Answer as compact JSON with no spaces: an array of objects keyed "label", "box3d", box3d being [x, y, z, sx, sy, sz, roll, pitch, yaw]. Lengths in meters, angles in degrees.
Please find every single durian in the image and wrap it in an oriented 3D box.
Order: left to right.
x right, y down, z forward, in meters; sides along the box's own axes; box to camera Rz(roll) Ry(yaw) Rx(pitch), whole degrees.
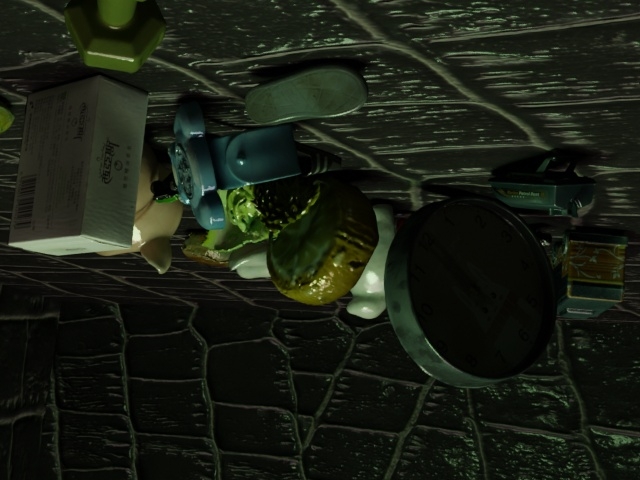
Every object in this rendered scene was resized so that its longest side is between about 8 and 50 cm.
[{"label":"durian","box3d":[-0.111,-0.059,2.039,0.157,0.169,0.355,9,174,-25]}]

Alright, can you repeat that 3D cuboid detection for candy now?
[{"label":"candy","box3d":[0.000,0.000,2.072,0.118,0.260,0.260,23,160,-34]}]

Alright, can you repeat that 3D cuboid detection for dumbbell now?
[{"label":"dumbbell","box3d":[-0.222,-0.281,1.173,0.108,0.121,0.302,36,165,-5]}]

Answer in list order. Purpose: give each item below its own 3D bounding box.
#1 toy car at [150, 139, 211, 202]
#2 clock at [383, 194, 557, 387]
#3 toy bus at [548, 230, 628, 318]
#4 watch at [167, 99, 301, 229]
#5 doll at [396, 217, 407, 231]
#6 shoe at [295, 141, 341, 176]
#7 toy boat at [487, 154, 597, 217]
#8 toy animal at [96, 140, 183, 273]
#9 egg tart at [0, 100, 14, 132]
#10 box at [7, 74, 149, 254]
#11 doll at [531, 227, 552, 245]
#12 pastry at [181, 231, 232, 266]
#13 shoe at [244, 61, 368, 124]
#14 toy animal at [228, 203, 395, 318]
[{"label":"toy car","box3d":[-0.226,-0.115,1.871,0.071,0.165,0.062,-6,124,43]},{"label":"clock","box3d":[0.302,0.097,2.088,0.386,0.386,0.076,12,162,-28]},{"label":"toy bus","box3d":[0.592,0.081,2.388,0.138,0.167,0.275,5,169,2]},{"label":"watch","box3d":[-0.136,-0.133,1.748,0.193,0.211,0.211,-13,174,-18]},{"label":"doll","box3d":[0.289,-0.021,2.277,0.245,0.076,0.142,5,170,25]},{"label":"shoe","box3d":[-0.039,-0.140,1.909,0.071,0.049,0.179,-5,165,44]},{"label":"toy boat","box3d":[0.372,-0.099,1.853,0.093,0.103,0.246,-4,-173,-25]},{"label":"toy animal","box3d":[-0.366,-0.093,1.955,0.269,0.237,0.326,21,163,-12]},{"label":"egg tart","box3d":[-0.613,-0.207,1.793,0.197,0.078,0.197,3,169,1]},{"label":"box","box3d":[-0.384,-0.113,1.686,0.194,0.260,0.111,-4,164,41]},{"label":"doll","box3d":[0.412,0.006,2.360,0.091,0.067,0.219,10,170,-39]},{"label":"pastry","box3d":[-0.282,0.023,2.735,0.153,0.081,0.153,4,172,1]},{"label":"shoe","box3d":[-0.014,-0.214,1.533,0.195,0.079,0.078,-9,-162,27]},{"label":"toy animal","box3d":[-0.005,0.037,2.276,0.367,0.241,0.196,4,166,4]}]
